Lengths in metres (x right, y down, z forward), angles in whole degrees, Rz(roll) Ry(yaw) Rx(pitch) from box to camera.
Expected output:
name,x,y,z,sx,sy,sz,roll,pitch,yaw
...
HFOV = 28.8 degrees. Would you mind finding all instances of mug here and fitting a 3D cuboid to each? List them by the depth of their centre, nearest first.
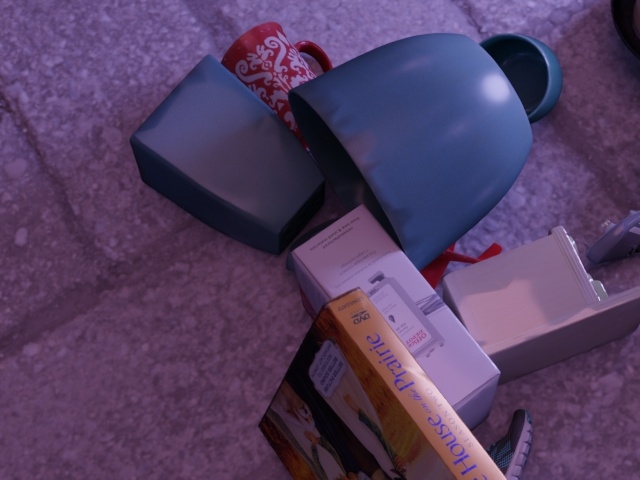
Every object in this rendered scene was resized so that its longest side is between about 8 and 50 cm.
name,x,y,z,sx,sy,sz,roll,pitch,yaw
mug,0.265,-0.228,1.772,0.157,0.097,0.130,11,100,27
mug,-0.038,-0.227,1.800,0.150,0.113,0.169,-36,72,-8

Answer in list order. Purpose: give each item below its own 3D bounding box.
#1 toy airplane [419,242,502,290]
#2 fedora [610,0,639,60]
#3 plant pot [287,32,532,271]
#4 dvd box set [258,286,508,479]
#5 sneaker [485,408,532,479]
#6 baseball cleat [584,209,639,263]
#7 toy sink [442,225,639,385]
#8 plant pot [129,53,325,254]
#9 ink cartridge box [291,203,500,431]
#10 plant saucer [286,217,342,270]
name,x,y,z,sx,sy,sz,roll,pitch,yaw
toy airplane,0.184,0.024,1.718,0.151,0.028,0.151,-2,66,4
fedora,0.582,-0.336,1.731,0.333,0.153,0.334,4,50,-5
plant pot,0.133,-0.135,1.637,0.235,0.293,0.293,-33,69,-5
dvd box set,0.098,0.303,1.464,0.062,0.308,0.420,-23,65,-33
sneaker,0.221,0.287,1.589,0.076,0.065,0.167,17,68,16
baseball cleat,0.465,-0.005,1.685,0.205,0.072,0.109,-30,69,-7
toy sink,0.286,0.080,1.620,0.234,0.153,0.131,-21,67,-3
plant pot,-0.114,-0.101,1.727,0.234,0.166,0.165,37,75,11
ink cartridge box,0.094,0.125,1.586,0.117,0.207,0.283,-34,69,-11
plant saucer,0.000,0.000,1.699,0.119,0.119,0.021,-33,105,-9
